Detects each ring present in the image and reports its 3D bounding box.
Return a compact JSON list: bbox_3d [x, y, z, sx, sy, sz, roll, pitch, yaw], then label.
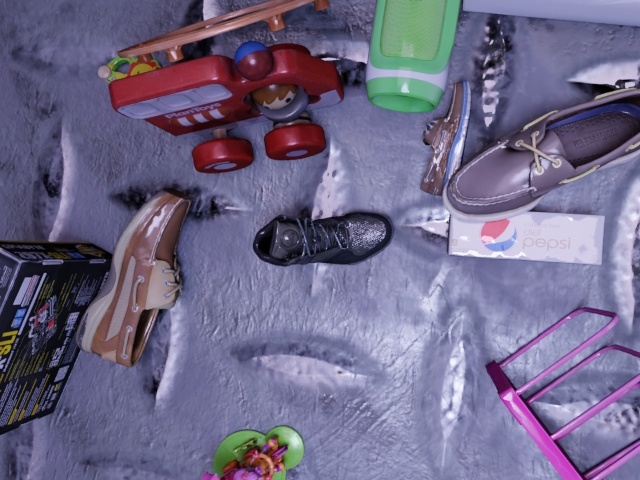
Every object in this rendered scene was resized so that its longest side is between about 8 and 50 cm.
[{"bbox_3d":[-0.134,-0.318,0.849,0.337,0.336,0.032,-12,115,11],"label":"ring"}]

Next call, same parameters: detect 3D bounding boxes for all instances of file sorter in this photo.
[{"bbox_3d":[0.394,0.256,0.768,0.182,0.202,0.290,-38,82,7],"label":"file sorter"}]

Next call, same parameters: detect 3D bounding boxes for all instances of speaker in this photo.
[{"bbox_3d":[0.147,-0.355,0.874,0.131,0.131,0.296,8,90,12],"label":"speaker"}]

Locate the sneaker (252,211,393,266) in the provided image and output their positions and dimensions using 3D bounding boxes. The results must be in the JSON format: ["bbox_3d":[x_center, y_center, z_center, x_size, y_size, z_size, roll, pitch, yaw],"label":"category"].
[{"bbox_3d":[0.000,0.000,0.895,0.228,0.130,0.087,-4,90,10],"label":"sneaker"}]

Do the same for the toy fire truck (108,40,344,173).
[{"bbox_3d":[-0.123,-0.215,0.860,0.302,0.254,0.169,-9,87,12],"label":"toy fire truck"}]

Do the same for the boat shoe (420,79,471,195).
[{"bbox_3d":[0.193,-0.160,0.889,0.066,0.066,0.183,9,91,13],"label":"boat shoe"}]

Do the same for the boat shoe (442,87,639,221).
[{"bbox_3d":[0.327,-0.125,0.809,0.324,0.096,0.116,-21,71,-2],"label":"boat shoe"}]

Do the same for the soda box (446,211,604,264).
[{"bbox_3d":[0.303,-0.006,0.861,0.216,0.069,0.073,4,89,12],"label":"soda box"}]

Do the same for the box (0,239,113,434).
[{"bbox_3d":[-0.481,0.159,0.926,0.079,0.257,0.322,25,94,13],"label":"box"}]

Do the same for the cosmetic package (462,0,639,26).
[{"bbox_3d":[0.422,-0.474,0.833,0.377,0.097,0.284,11,89,12],"label":"cosmetic package"}]

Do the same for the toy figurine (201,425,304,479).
[{"bbox_3d":[-0.118,0.374,0.893,0.173,0.159,0.130,-33,83,9],"label":"toy figurine"}]

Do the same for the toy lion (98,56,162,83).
[{"bbox_3d":[-0.332,-0.294,1.023,0.096,0.034,0.100,-41,81,1],"label":"toy lion"}]

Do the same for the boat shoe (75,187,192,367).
[{"bbox_3d":[-0.289,0.070,0.967,0.120,0.122,0.324,30,103,6],"label":"boat shoe"}]
